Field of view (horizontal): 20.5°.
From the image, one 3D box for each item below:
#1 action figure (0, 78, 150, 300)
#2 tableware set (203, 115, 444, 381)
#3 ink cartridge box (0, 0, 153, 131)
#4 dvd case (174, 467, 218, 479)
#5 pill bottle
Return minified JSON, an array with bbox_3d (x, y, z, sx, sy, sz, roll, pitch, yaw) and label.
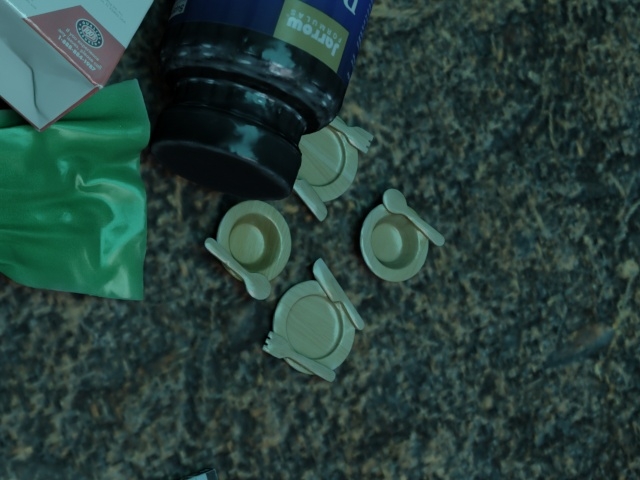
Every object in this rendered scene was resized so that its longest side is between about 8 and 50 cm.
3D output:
[{"bbox_3d":[-0.214,-0.027,1.040,0.232,0.063,0.137,-2,89,-34],"label":"action figure"},{"bbox_3d":[0.000,0.000,1.188,0.141,0.020,0.169,46,65,-19],"label":"tableware set"},{"bbox_3d":[-0.156,-0.175,1.063,0.115,0.067,0.198,43,42,-20],"label":"ink cartridge box"},{"bbox_3d":[-0.108,0.202,1.110,0.119,0.013,0.087,-16,94,-31],"label":"dvd case"},{"bbox_3d":[-0.032,-0.143,1.124,0.122,0.123,0.219,24,73,-26],"label":"pill bottle"}]
